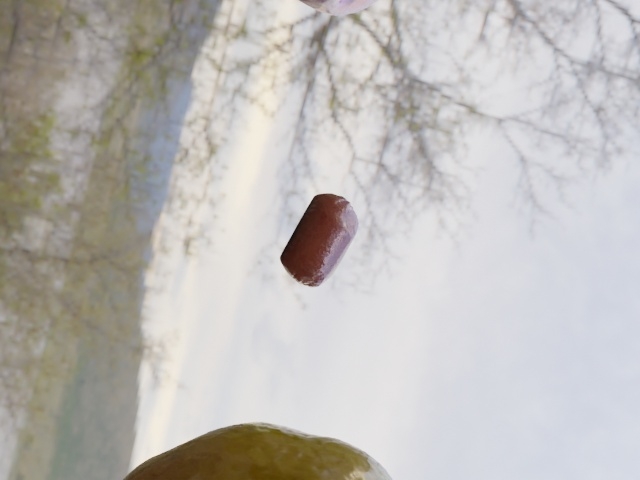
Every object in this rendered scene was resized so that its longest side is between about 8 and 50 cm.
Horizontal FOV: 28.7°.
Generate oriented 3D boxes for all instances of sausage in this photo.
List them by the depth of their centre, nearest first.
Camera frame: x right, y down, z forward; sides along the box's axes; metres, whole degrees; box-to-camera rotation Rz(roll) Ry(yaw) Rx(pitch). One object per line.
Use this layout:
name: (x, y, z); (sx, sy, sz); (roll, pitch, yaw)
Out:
sausage: (0.000, 0.000, 1.214); (0.094, 0.054, 0.059); (-60, 178, -9)

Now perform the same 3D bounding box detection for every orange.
orange: (-0.043, 0.274, 0.952); (0.235, 0.279, 0.279); (-32, 141, -69)

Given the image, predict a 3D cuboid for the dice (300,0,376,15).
dice: (0.015, -0.227, 0.916); (0.094, 0.093, 0.091); (-25, 160, -52)
